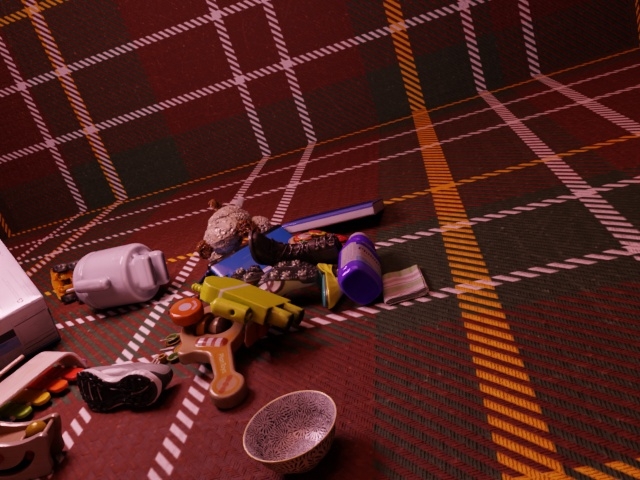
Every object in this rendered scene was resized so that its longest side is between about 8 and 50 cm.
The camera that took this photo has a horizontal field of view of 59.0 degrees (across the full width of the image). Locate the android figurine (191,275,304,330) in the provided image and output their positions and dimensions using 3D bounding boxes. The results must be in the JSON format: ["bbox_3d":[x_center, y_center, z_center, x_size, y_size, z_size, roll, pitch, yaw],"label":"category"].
[{"bbox_3d":[-0.181,0.149,1.384,0.272,0.056,0.248,18,6,13],"label":"android figurine"}]

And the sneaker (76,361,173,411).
[{"bbox_3d":[-0.474,0.344,1.362,0.271,0.100,0.108,-6,10,23],"label":"sneaker"}]

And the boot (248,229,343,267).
[{"bbox_3d":[-0.056,0.020,1.606,0.228,0.263,0.091,-17,57,24],"label":"boot"}]

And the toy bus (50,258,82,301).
[{"bbox_3d":[-0.893,0.135,2.182,0.220,0.150,0.211,-8,10,33],"label":"toy bus"}]

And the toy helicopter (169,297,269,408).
[{"bbox_3d":[-0.219,0.258,1.339,0.234,0.140,0.355,-14,30,-11],"label":"toy helicopter"}]

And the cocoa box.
[{"bbox_3d":[-1.036,0.206,1.800,0.231,0.228,0.347,-33,56,-31],"label":"cocoa box"}]

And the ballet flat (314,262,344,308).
[{"bbox_3d":[0.032,0.113,1.512,0.077,0.077,0.231,-3,17,-7],"label":"ballet flat"}]

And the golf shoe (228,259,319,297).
[{"bbox_3d":[-0.120,0.126,1.548,0.272,0.120,0.105,-7,19,25],"label":"golf shoe"}]

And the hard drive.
[{"bbox_3d":[0.049,-0.084,1.953,0.318,0.040,0.210,-13,5,17],"label":"hard drive"}]

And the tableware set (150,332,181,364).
[{"bbox_3d":[-0.393,0.280,1.527,0.104,0.024,0.154,-12,22,19],"label":"tableware set"}]

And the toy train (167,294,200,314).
[{"bbox_3d":[-0.400,0.191,1.754,0.158,0.027,0.036,-28,33,-24],"label":"toy train"}]

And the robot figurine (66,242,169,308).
[{"bbox_3d":[-0.691,0.123,1.929,0.353,0.200,0.300,-11,2,21],"label":"robot figurine"}]

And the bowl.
[{"bbox_3d":[-0.041,0.345,0.976,0.170,0.080,0.170,-17,20,6],"label":"bowl"}]

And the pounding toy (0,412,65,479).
[{"bbox_3d":[-0.687,0.428,1.231,0.269,0.154,0.155,-17,21,4],"label":"pounding toy"}]

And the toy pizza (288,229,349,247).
[{"bbox_3d":[0.000,0.000,1.775,0.201,0.032,0.201,3,18,-1],"label":"toy pizza"}]

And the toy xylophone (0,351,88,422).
[{"bbox_3d":[-0.797,0.395,1.510,0.236,0.081,0.322,-1,27,39],"label":"toy xylophone"}]

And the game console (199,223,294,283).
[{"bbox_3d":[-0.217,0.089,1.845,0.293,0.173,0.250,-32,55,-30],"label":"game console"}]

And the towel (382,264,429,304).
[{"bbox_3d":[0.208,0.108,1.431,0.113,0.023,0.152,-16,21,6],"label":"towel"}]

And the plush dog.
[{"bbox_3d":[-0.317,-0.034,1.924,0.262,0.211,0.225,-30,17,5],"label":"plush dog"}]

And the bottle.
[{"bbox_3d":[0.105,0.060,1.507,0.092,0.118,0.283,-42,14,18],"label":"bottle"}]
